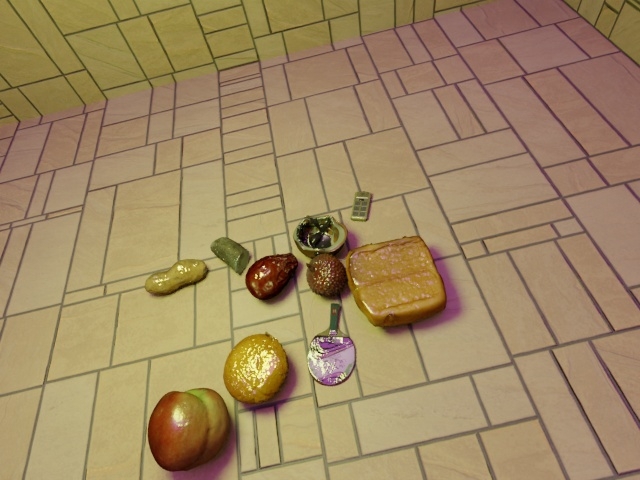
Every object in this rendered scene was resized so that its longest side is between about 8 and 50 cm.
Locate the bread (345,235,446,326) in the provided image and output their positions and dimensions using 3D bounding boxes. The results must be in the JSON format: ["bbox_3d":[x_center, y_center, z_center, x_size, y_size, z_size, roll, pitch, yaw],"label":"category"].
[{"bbox_3d":[0.275,0.161,1.494,0.336,0.148,0.328,-15,58,-6],"label":"bread"}]

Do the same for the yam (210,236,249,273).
[{"bbox_3d":[-0.382,0.053,1.721,0.183,0.107,0.107,31,66,29],"label":"yam"}]

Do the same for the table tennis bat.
[{"bbox_3d":[0.044,0.372,1.467,0.173,0.022,0.302,1,58,11],"label":"table tennis bat"}]

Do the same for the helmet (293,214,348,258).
[{"bbox_3d":[0.000,0.000,1.664,0.224,0.130,0.199,11,56,10],"label":"helmet"}]

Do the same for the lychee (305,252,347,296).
[{"bbox_3d":[0.015,0.132,1.540,0.165,0.197,0.166,-22,60,46],"label":"lychee"}]

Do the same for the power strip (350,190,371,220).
[{"bbox_3d":[0.182,-0.159,1.801,0.076,0.028,0.169,4,57,14],"label":"power strip"}]

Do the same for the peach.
[{"bbox_3d":[-0.415,0.590,1.266,0.251,0.253,0.253,-5,55,7],"label":"peach"}]

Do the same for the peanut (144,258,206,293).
[{"bbox_3d":[-0.606,0.150,1.688,0.262,0.118,0.101,-25,34,-3],"label":"peanut"}]

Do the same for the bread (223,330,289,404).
[{"bbox_3d":[-0.219,0.445,1.392,0.239,0.139,0.240,-5,55,7],"label":"bread"}]

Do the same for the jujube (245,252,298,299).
[{"bbox_3d":[-0.185,0.131,1.595,0.168,0.168,0.236,35,52,29],"label":"jujube"}]
